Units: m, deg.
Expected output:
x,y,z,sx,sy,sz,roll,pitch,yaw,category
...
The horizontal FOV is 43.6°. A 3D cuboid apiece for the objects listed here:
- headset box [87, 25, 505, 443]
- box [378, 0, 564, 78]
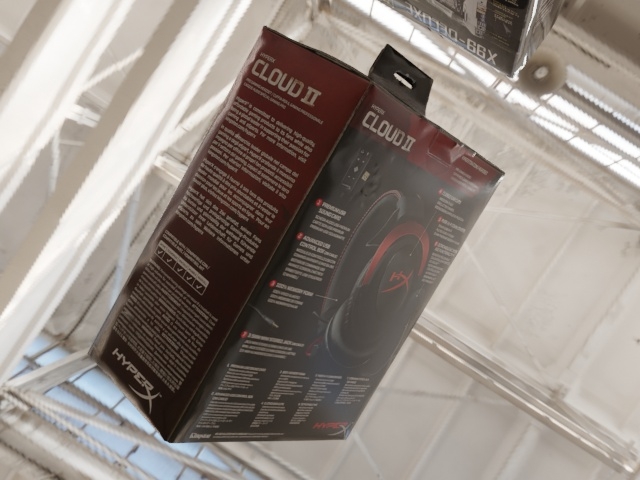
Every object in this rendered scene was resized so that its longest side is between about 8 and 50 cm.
x,y,z,sx,sy,sz,roll,pitch,yaw,category
0.000,0.000,0.597,0.110,0.218,0.293,36,-80,35,headset box
0.044,-0.269,0.588,0.307,0.242,0.076,34,-96,14,box
